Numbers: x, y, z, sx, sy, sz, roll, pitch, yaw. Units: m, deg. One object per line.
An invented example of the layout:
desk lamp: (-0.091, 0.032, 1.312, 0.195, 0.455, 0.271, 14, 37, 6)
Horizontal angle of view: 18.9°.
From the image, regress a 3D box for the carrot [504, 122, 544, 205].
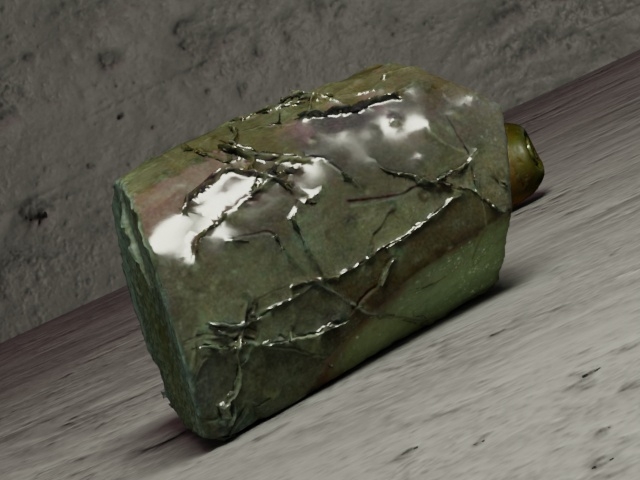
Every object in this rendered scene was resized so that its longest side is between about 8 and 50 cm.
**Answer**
carrot: (0.110, -0.042, 1.776, 0.193, 0.087, 0.087, -26, 4, 12)

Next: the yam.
yam: (-0.002, -0.004, 1.319, 0.271, 0.201, 0.202, -19, 4, -16)
